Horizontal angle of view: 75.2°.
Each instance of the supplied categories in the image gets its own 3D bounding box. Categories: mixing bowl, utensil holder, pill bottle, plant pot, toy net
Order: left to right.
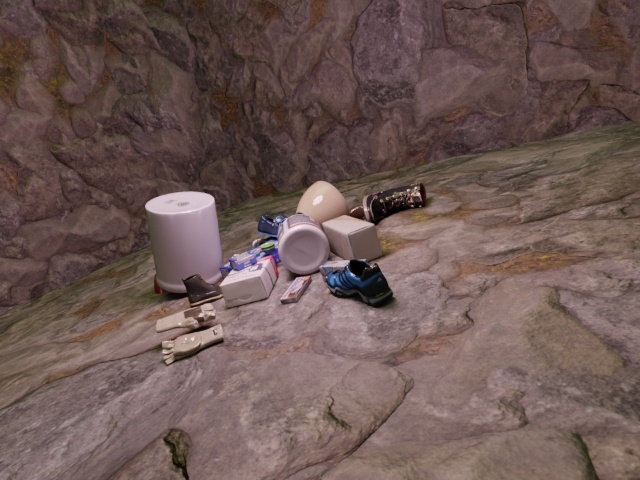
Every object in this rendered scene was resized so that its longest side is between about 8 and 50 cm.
[{"bbox_3d":[-0.780,0.190,2.140,0.182,0.098,0.181,-15,16,4],"label":"mixing bowl"},{"bbox_3d":[-0.628,-0.001,1.953,0.328,0.385,0.327,0,25,0],"label":"utensil holder"},{"bbox_3d":[-0.317,0.054,1.919,0.232,0.045,0.122,-16,17,-1],"label":"toy net"},{"bbox_3d":[-0.083,-0.001,1.826,0.210,0.210,0.363,-18,15,-1],"label":"pill bottle"},{"bbox_3d":[-0.014,-0.137,2.141,0.191,0.284,0.284,-37,23,-29],"label":"plant pot"}]

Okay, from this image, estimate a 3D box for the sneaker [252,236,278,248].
[{"bbox_3d":[-0.252,0.011,2.240,0.234,0.078,0.106,-19,21,-2],"label":"sneaker"}]

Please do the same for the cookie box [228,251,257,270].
[{"bbox_3d":[-0.323,0.084,1.732,0.092,0.040,0.107,-23,15,-24],"label":"cookie box"}]

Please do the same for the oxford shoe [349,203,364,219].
[{"bbox_3d":[0.162,-0.127,2.264,0.227,0.082,0.096,-24,14,22],"label":"oxford shoe"}]

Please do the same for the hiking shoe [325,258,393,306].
[{"bbox_3d":[0.114,0.113,1.352,0.113,0.132,0.304,-27,17,-30],"label":"hiking shoe"}]

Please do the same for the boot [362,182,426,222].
[{"bbox_3d":[0.389,-0.201,2.174,0.284,0.138,0.377,-10,11,25],"label":"boot"}]

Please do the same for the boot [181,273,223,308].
[{"bbox_3d":[-0.466,0.184,1.736,0.198,0.137,0.077,-27,18,-32],"label":"boot"}]

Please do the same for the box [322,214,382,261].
[{"bbox_3d":[0.126,-0.007,1.747,0.121,0.147,0.311,-21,17,-14],"label":"box"}]

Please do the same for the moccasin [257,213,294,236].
[{"bbox_3d":[-0.212,-0.077,2.126,0.342,0.116,0.138,9,6,39],"label":"moccasin"}]

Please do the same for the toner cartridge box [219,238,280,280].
[{"bbox_3d":[-0.294,0.090,1.995,0.165,0.075,0.348,1,23,43],"label":"toner cartridge box"}]

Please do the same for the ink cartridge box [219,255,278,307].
[{"bbox_3d":[-0.282,0.161,1.682,0.172,0.100,0.237,-15,15,9],"label":"ink cartridge box"}]

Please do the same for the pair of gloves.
[{"bbox_3d":[-0.440,0.305,1.402,0.204,0.042,0.240,-20,30,-19],"label":"pair of gloves"}]

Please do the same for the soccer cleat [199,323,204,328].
[{"bbox_3d":[-0.451,0.297,1.511,0.029,0.035,0.083,-27,19,-37],"label":"soccer cleat"}]

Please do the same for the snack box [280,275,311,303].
[{"bbox_3d":[-0.088,0.181,1.546,0.064,0.022,0.178,-13,16,21],"label":"snack box"}]

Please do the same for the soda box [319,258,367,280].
[{"bbox_3d":[0.088,0.110,1.524,0.183,0.062,0.058,-5,19,38],"label":"soda box"}]
